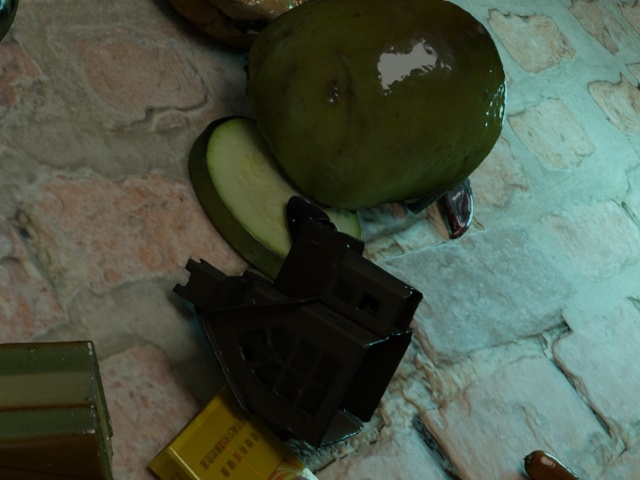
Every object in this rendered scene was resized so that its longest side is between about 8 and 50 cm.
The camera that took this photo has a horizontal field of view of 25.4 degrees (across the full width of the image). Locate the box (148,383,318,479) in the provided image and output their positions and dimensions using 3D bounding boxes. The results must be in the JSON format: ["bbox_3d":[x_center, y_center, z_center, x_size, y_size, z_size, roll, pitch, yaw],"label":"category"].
[{"bbox_3d":[-0.041,0.280,1.427,0.269,0.043,0.152,46,30,-1],"label":"box"}]

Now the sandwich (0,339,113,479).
[{"bbox_3d":[-0.280,0.176,1.270,0.187,0.144,0.117,-2,46,-9],"label":"sandwich"}]

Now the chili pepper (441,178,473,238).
[{"bbox_3d":[0.208,-0.061,2.157,0.050,0.041,0.153,0,39,3],"label":"chili pepper"}]

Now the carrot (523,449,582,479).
[{"bbox_3d":[0.358,0.353,1.867,0.248,0.043,0.043,40,30,-17],"label":"carrot"}]

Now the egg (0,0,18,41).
[{"bbox_3d":[-0.419,-0.262,1.444,0.228,0.177,0.177,2,52,-35],"label":"egg"}]

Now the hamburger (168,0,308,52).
[{"bbox_3d":[-0.135,-0.389,1.999,0.286,0.146,0.243,47,35,-17],"label":"hamburger"}]

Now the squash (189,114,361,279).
[{"bbox_3d":[-0.060,-0.051,1.796,0.252,0.049,0.252,30,35,-24],"label":"squash"}]

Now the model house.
[{"bbox_3d":[-0.037,0.075,1.531,0.243,0.204,0.211,30,9,16],"label":"model house"}]

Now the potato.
[{"bbox_3d":[0.070,-0.197,1.839,0.330,0.213,0.280,51,41,2],"label":"potato"}]

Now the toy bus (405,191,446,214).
[{"bbox_3d":[0.153,-0.178,2.132,0.164,0.133,0.276,41,29,-13],"label":"toy bus"}]

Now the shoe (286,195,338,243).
[{"bbox_3d":[0.000,0.000,1.716,0.062,0.053,0.159,21,43,-30],"label":"shoe"}]
